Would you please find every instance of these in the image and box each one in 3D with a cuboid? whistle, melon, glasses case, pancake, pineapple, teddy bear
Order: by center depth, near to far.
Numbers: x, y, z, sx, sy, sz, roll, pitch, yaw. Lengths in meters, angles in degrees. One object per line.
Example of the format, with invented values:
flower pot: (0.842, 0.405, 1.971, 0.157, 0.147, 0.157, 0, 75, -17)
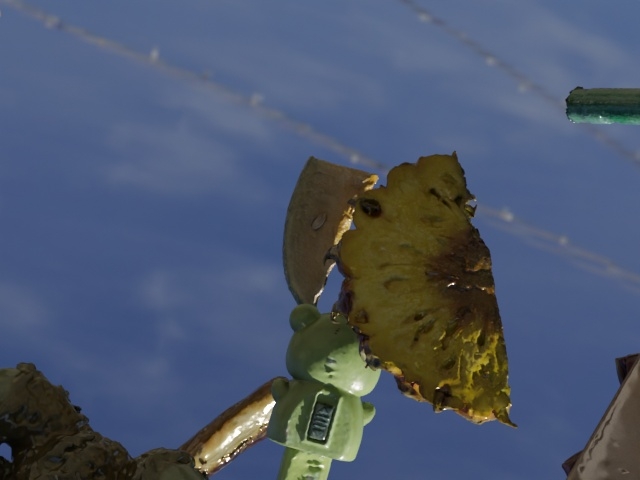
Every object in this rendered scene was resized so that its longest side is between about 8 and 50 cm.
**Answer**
glasses case: (0.251, 0.159, 1.447, 0.102, 0.193, 0.070, 37, -164, 36)
teddy bear: (-0.246, 0.254, 1.531, 0.267, 0.156, 0.256, 29, -130, 29)
pineapple: (0.068, 0.060, 1.621, 0.140, 0.249, 0.164, -7, 169, -15)
whistle: (0.310, -0.128, 1.767, 0.039, 0.039, 0.186, -3, -175, -36)
whistle: (0.000, 0.166, 1.773, 0.105, 0.227, 0.085, 14, -179, -4)
melon: (-0.005, -0.004, 2.141, 0.098, 0.182, 0.054, 19, 171, 36)
pancake: (-0.100, 0.237, 2.313, 0.057, 0.266, 0.244, 56, -148, 5)
